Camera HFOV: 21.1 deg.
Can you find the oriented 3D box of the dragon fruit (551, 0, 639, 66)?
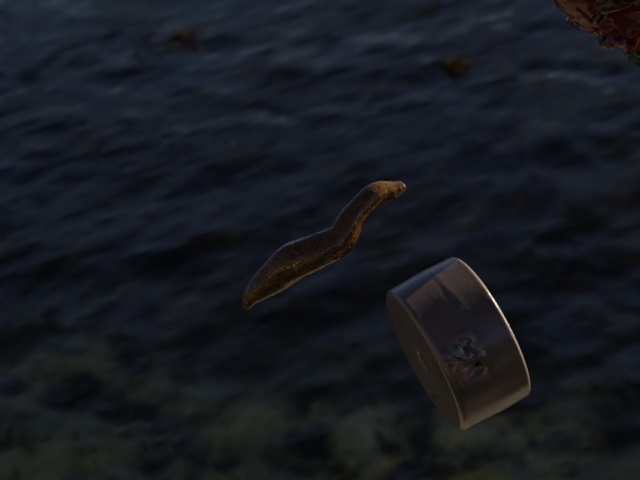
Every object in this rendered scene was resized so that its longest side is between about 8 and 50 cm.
[{"bbox_3d":[0.344,-0.322,1.753,0.244,0.244,0.299,6,56,41],"label":"dragon fruit"}]

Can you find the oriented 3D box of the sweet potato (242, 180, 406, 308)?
[{"bbox_3d":[0.002,0.004,1.511,0.179,0.044,0.044,-37,24,3],"label":"sweet potato"}]

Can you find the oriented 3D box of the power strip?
[{"bbox_3d":[0.129,0.096,1.600,0.078,0.154,0.154,-27,25,-9],"label":"power strip"}]
